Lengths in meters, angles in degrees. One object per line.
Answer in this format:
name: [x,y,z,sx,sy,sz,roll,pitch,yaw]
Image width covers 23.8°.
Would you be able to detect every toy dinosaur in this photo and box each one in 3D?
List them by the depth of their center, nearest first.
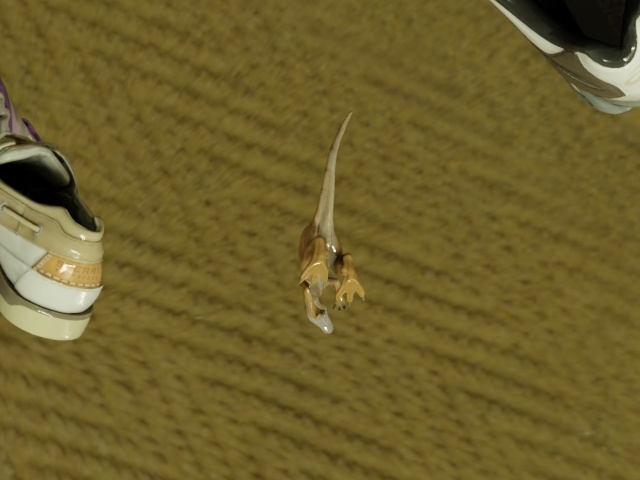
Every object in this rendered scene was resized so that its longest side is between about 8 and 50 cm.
toy dinosaur: [0.000,0.000,1.387,0.064,0.112,0.212,1,118,-17]

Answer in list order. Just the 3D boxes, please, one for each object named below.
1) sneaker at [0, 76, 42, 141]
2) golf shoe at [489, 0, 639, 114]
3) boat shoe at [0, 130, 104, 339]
sneaker: [-0.323,-0.098,1.509,0.095,0.104,0.236,-8,121,16]
golf shoe: [0.069,-0.135,0.534,0.077,0.094,0.198,-39,82,18]
boat shoe: [-0.261,-0.040,1.322,0.113,0.302,0.103,8,117,-42]
